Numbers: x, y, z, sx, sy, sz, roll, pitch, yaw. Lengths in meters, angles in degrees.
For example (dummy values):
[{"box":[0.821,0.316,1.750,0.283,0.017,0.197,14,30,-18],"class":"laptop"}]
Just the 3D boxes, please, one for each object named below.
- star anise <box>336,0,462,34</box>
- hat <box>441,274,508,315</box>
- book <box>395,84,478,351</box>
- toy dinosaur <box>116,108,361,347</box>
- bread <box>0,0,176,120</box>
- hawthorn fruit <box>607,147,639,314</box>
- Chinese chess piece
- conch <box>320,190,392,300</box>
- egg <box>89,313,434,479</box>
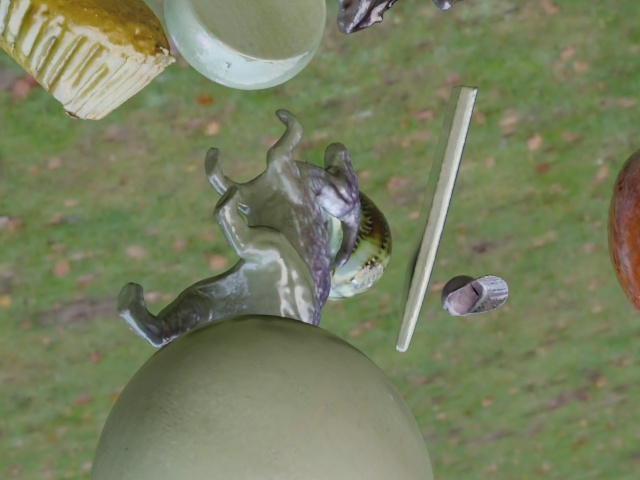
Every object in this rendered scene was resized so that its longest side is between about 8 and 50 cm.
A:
[{"box":[0.060,-0.291,1.170,0.109,0.236,0.223,-19,144,-51],"class":"star anise"},{"box":[0.189,0.059,1.774,0.087,0.042,0.058,-32,127,27],"class":"hat"},{"box":[0.104,-0.032,1.316,0.018,0.228,0.322,14,-173,2],"class":"book"},{"box":[-0.038,0.013,1.088,0.077,0.294,0.162,-6,135,44],"class":"toy dinosaur"},{"box":[-0.290,-0.255,1.679,0.139,0.240,0.240,-49,149,16],"class":"bread"},{"box":[0.407,0.000,1.504,0.235,0.263,0.231,7,142,37],"class":"hawthorn fruit"},{"box":[-0.114,-0.349,2.173,0.250,0.250,0.101,-4,161,-28],"class":"Chinese chess piece"},{"box":[-0.001,0.001,1.859,0.187,0.181,0.124,-22,-169,-27],"class":"conch"},{"box":[-0.035,0.172,0.899,0.219,0.219,0.269,-13,116,-5],"class":"egg"}]
